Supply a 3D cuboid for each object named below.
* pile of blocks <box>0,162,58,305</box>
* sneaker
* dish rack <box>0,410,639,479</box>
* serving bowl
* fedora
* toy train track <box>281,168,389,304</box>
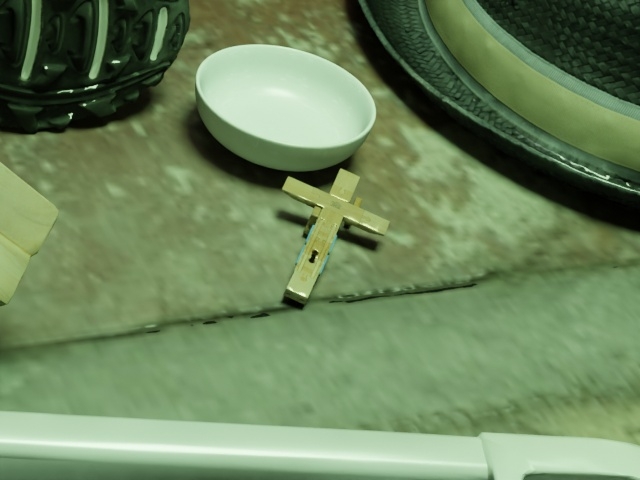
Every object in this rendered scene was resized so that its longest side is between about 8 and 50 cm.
[{"bbox_3d":[-0.257,0.034,0.489,0.362,0.149,0.112,-6,-3,-41],"label":"pile of blocks"},{"bbox_3d":[-0.190,-0.117,0.703,0.271,0.100,0.108,4,32,-15],"label":"sneaker"},{"bbox_3d":[-0.009,0.165,0.408,0.332,0.072,0.285,5,37,-14],"label":"dish rack"},{"bbox_3d":[-0.018,-0.056,0.743,0.083,0.027,0.083,10,35,-7],"label":"serving bowl"},{"bbox_3d":[0.176,-0.156,0.846,0.334,0.153,0.334,10,36,-7],"label":"fedora"},{"bbox_3d":[0.000,0.000,0.688,0.048,0.014,0.083,24,41,0],"label":"toy train track"}]
